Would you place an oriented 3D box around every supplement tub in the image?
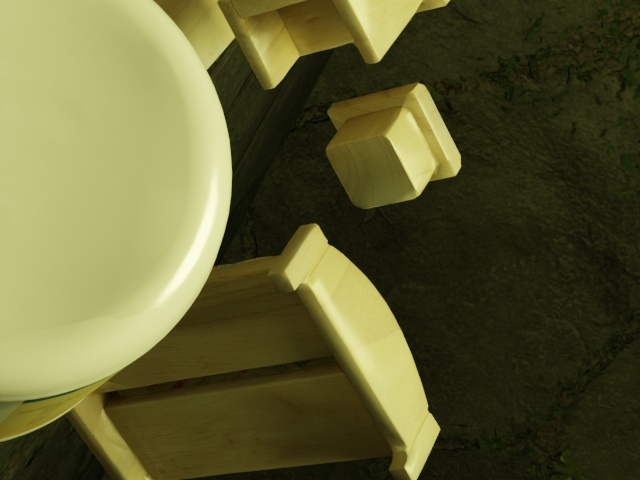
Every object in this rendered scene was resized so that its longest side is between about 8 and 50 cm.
[{"bbox_3d":[-0.122,-0.005,0.545,0.144,0.144,0.199,-59,-171,-21],"label":"supplement tub"}]

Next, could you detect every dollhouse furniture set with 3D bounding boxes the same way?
[{"bbox_3d":[0.000,0.000,0.821,0.303,0.356,0.174,-10,-149,35],"label":"dollhouse furniture set"}]
